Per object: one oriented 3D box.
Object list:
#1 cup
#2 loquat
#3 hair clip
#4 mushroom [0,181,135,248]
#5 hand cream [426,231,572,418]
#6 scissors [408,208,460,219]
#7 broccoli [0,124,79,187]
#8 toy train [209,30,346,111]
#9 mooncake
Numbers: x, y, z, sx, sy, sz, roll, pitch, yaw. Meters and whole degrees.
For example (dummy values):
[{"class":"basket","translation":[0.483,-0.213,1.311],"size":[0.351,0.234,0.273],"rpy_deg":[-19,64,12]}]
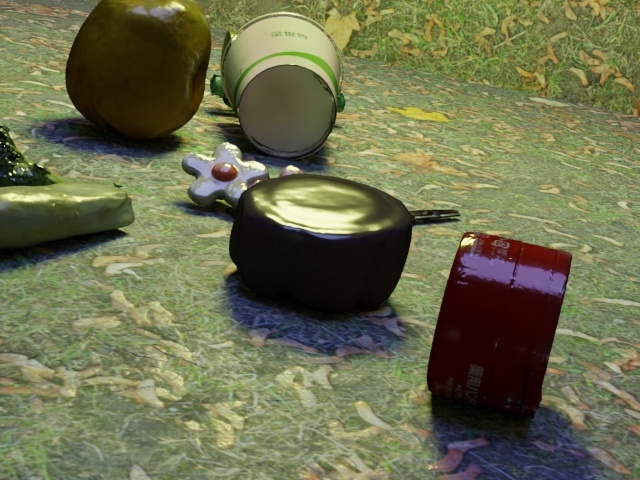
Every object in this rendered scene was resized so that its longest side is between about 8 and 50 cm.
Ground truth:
[{"class":"cup","translation":[-0.068,-0.296,2.338],"size":[0.253,0.253,0.274],"rpy_deg":[8,23,-9]},{"class":"loquat","translation":[-0.333,-0.330,2.195],"size":[0.276,0.284,0.276],"rpy_deg":[15,19,-5]},{"class":"hair clip","translation":[-0.099,-0.077,1.863],"size":[0.257,0.075,0.146],"rpy_deg":[16,38,17]},{"class":"mushroom","translation":[-0.369,-0.036,1.562],"size":[0.100,0.081,0.312],"rpy_deg":[24,19,26]},{"class":"hand cream","translation":[0.195,0.091,1.302],"size":[0.125,0.193,0.193],"rpy_deg":[13,17,12]},{"class":"scissors","translation":[0.119,-0.041,1.963],"size":[0.317,0.024,0.160],"rpy_deg":[-5,22,-41]},{"class":"broccoli","translation":[-0.405,-0.084,1.683],"size":[0.204,0.122,0.118],"rpy_deg":[19,36,-50]},{"class":"toy train","translation":[-0.082,-0.351,2.562],"size":[0.307,0.189,0.126],"rpy_deg":[6,16,-19]},{"class":"mooncake","translation":[0.000,0.000,1.571],"size":[0.245,0.133,0.245],"rpy_deg":[10,17,-3]}]
